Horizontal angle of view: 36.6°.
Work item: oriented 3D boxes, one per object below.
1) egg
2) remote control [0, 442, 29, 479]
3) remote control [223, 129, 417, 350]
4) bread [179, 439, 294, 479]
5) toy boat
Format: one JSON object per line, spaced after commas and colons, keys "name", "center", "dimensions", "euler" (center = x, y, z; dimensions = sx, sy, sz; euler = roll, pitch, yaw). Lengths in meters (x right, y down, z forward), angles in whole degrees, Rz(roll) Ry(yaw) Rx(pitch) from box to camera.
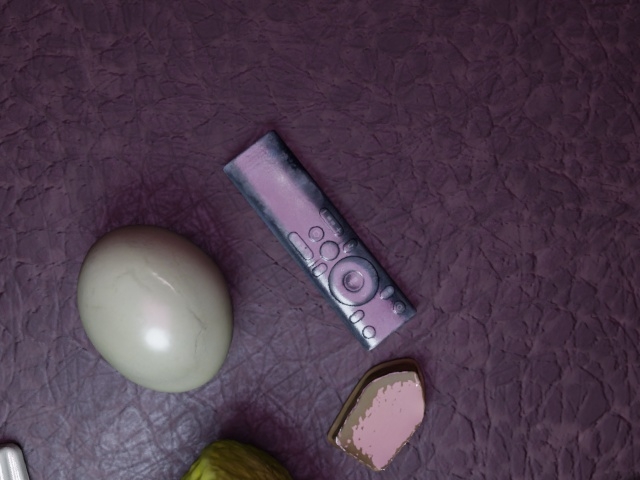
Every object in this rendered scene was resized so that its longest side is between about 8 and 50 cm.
{"name": "egg", "center": [-0.245, 0.100, 1.457], "dimensions": [0.219, 0.219, 0.269], "euler": [-40, 97, -3]}
{"name": "remote control", "center": [-0.493, 0.438, 1.522], "dimensions": [0.090, 0.049, 0.230], "euler": [-12, 91, 0]}
{"name": "remote control", "center": [0.000, 0.000, 1.558], "dimensions": [0.107, 0.044, 0.377], "euler": [-38, 90, 1]}
{"name": "bread", "center": [-0.135, 0.492, 1.400], "dimensions": [0.308, 0.348, 0.348], "euler": [-38, 91, 2]}
{"name": "toy boat", "center": [0.103, 0.272, 1.548], "dimensions": [0.116, 0.061, 0.188], "euler": [33, 87, -1]}
